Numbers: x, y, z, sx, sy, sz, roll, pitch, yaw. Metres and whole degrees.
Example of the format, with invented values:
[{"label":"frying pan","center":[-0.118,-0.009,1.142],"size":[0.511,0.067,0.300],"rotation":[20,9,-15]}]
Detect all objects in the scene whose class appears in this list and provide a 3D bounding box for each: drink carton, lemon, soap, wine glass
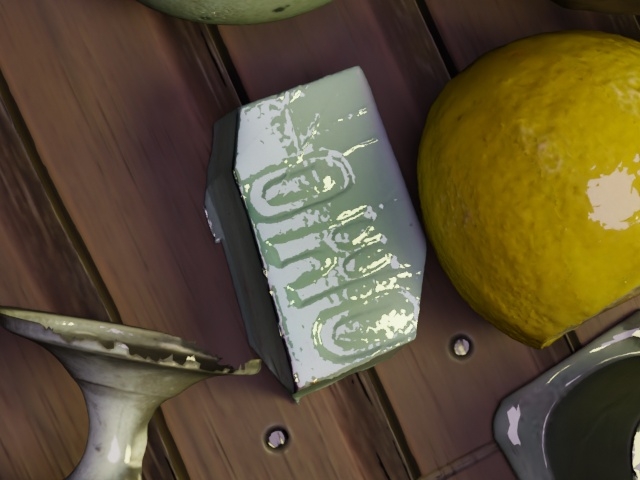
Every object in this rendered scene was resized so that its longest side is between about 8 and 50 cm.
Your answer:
[{"label":"drink carton","center":[0.276,0.166,1.502],"size":[0.185,0.189,0.191],"rotation":[-31,95,-18]},{"label":"lemon","center":[0.185,-0.052,1.463],"size":[0.240,0.240,0.219],"rotation":[-32,82,-13]},{"label":"soap","center":[0.000,0.000,1.489],"size":[0.145,0.091,0.230],"rotation":[-21,91,-13]},{"label":"wine glass","center":[-0.165,0.220,1.371],"size":[0.238,0.238,0.323],"rotation":[13,87,-13]}]

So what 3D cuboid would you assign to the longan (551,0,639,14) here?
[{"label":"longan","center":[0.266,-0.373,1.420],"size":[0.404,0.404,0.436],"rotation":[31,78,-10]}]

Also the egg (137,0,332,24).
[{"label":"egg","center":[-0.060,-0.244,1.443],"size":[0.236,0.169,0.169],"rotation":[-4,89,-16]}]
